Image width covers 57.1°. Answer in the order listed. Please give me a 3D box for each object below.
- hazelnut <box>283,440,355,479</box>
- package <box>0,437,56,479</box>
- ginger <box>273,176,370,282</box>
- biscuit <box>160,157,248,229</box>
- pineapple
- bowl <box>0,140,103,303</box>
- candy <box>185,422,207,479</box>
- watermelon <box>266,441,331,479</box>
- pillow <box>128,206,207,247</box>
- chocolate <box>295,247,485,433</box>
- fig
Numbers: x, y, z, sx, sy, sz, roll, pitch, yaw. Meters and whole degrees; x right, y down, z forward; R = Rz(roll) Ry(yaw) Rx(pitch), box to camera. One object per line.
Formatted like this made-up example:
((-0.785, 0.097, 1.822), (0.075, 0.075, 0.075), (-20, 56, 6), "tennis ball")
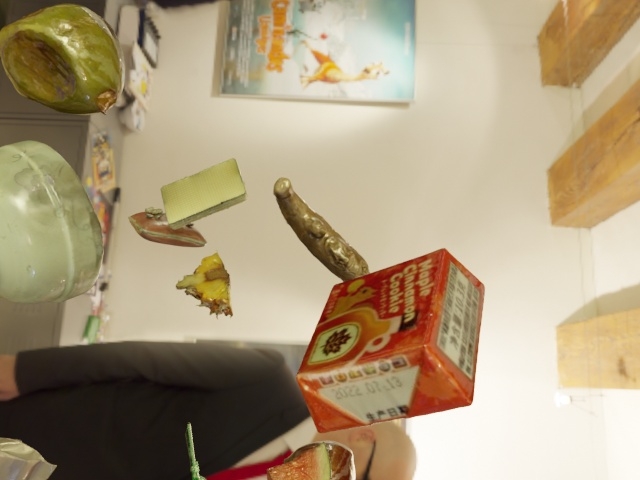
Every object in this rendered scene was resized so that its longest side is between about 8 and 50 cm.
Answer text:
((-0.010, 0.693, 1.715), (0.229, 0.229, 0.230), (2, 90, -90), "hazelnut")
((-0.704, 0.482, 1.192), (0.204, 0.250, 0.062), (-53, -155, 10), "package")
((0.002, 0.001, 1.271), (0.080, 0.333, 0.166), (-52, -165, -14), "ginger")
((-0.277, -0.111, 1.402), (0.041, 0.199, 0.121), (68, 0, -57), "biscuit")
((-0.350, 0.169, 1.817), (0.250, 0.164, 0.140), (-127, -158, -49), "pineapple")
((-0.556, -0.017, 1.071), (0.163, 0.307, 0.307), (-27, 127, -47), "bowl")
((-0.385, 0.686, 1.787), (0.097, 0.097, 0.324), (-87, 175, -67), "candy")
((-0.036, 0.525, 1.264), (0.193, 0.145, 0.137), (7, -65, 67), "watermelon")
((-0.398, -0.035, 1.537), (0.171, 0.179, 0.075), (33, -71, 56), "pillow")
((0.099, 0.132, 0.823), (0.108, 0.234, 0.237), (57, 34, -20), "chocolate")
((-0.329, -0.233, 0.771), (0.144, 0.165, 0.154), (-56, 152, 16), "fig")
